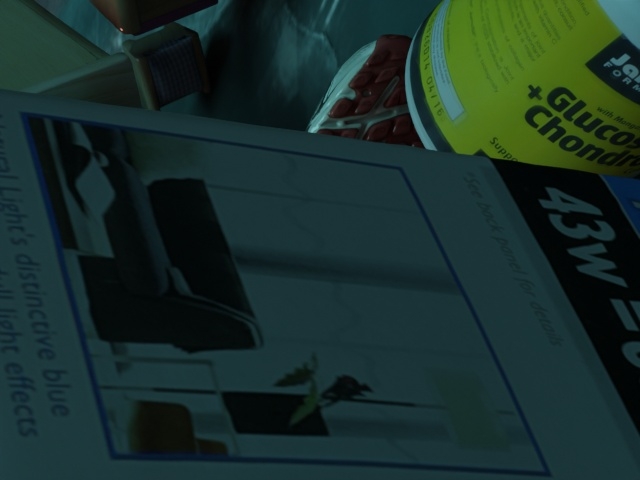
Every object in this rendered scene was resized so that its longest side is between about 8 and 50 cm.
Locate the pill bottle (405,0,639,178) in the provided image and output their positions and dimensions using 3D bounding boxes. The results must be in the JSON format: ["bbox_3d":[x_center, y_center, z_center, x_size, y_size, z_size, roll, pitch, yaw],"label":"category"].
[{"bbox_3d":[0.116,-0.087,0.670,0.184,0.103,0.103,-41,48,53],"label":"pill bottle"}]

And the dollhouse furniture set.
[{"bbox_3d":[-0.139,0.004,1.067,0.198,0.286,0.303,38,146,51],"label":"dollhouse furniture set"}]

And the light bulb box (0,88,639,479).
[{"bbox_3d":[-0.007,0.166,0.565,0.358,0.361,0.225,-60,36,37],"label":"light bulb box"}]

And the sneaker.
[{"bbox_3d":[0.000,0.000,0.895,0.225,0.088,0.092,-69,29,24],"label":"sneaker"}]
